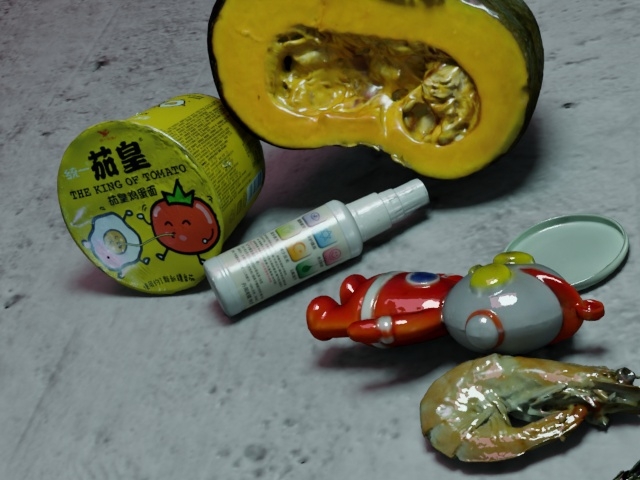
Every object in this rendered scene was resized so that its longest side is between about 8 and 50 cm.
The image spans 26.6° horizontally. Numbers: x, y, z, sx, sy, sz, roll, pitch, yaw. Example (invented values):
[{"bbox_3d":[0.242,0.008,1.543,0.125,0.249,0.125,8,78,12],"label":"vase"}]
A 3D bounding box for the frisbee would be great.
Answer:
[{"bbox_3d":[0.205,0.012,1.139,0.110,0.014,0.110,-16,31,10],"label":"frisbee"}]

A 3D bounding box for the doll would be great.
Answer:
[{"bbox_3d":[0.108,0.053,1.071,0.245,0.076,0.142,-4,17,36],"label":"doll"}]

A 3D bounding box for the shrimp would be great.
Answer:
[{"bbox_3d":[0.153,0.118,0.966,0.180,0.041,0.099,-4,34,27],"label":"shrimp"}]

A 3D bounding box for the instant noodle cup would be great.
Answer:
[{"bbox_3d":[-0.145,-0.058,1.336,0.182,0.182,0.144,-4,23,28],"label":"instant noodle cup"}]

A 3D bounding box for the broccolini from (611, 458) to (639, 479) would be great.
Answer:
[{"bbox_3d":[0.178,0.176,0.877,0.140,0.030,0.035,-27,65,-1],"label":"broccolini"}]

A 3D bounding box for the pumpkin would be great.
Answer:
[{"bbox_3d":[0.072,-0.203,1.327,0.325,0.242,0.232,16,26,15],"label":"pumpkin"}]

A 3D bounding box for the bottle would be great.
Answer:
[{"bbox_3d":[0.000,0.000,1.247,0.217,0.060,0.060,-25,29,-7],"label":"bottle"}]
